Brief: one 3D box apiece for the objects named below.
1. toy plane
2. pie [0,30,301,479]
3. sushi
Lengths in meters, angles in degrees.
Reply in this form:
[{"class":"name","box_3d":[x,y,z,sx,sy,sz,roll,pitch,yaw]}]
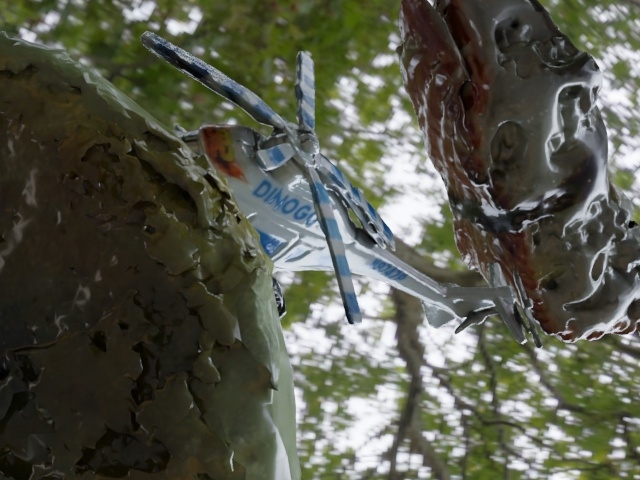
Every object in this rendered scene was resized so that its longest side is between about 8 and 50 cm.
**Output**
[{"class":"toy plane","box_3d":[-0.001,-0.008,0.826,0.107,0.273,0.182,-36,-117,26]},{"class":"pie","box_3d":[-0.162,0.059,0.598,0.371,0.078,0.296,25,-90,16]},{"class":"sushi","box_3d":[0.159,-0.053,1.097,0.130,0.332,0.124,-28,-146,-9]}]
